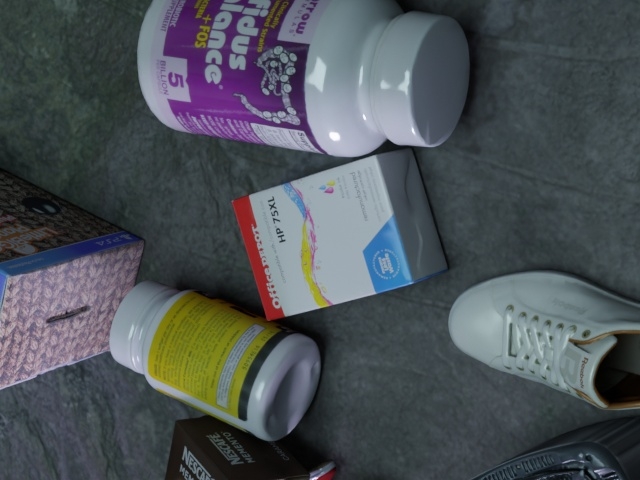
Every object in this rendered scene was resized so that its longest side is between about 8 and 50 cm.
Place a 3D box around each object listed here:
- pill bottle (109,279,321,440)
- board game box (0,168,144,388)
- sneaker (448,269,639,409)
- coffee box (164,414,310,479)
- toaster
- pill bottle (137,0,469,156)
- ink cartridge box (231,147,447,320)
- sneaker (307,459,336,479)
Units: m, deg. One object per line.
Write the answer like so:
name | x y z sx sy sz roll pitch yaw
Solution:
pill bottle | -0.114 0.122 1.795 0.208 0.119 0.119 22 110 26
board game box | -0.390 0.026 1.880 0.291 0.232 0.141 25 111 25
sneaker | 0.235 0.094 1.574 0.290 0.123 0.106 6 105 32
coffee box | -0.105 0.325 1.805 0.141 0.098 0.246 39 124 50
toaster | 0.242 0.244 1.582 0.227 0.146 0.129 -28 85 33
pill bottle | -0.015 -0.172 1.647 0.301 0.169 0.169 10 105 30
ink cartridge box | 0.000 0.000 1.725 0.231 0.078 0.134 -17 90 33
sneaker | -0.010 0.286 1.808 0.118 0.042 0.067 -43 72 38
